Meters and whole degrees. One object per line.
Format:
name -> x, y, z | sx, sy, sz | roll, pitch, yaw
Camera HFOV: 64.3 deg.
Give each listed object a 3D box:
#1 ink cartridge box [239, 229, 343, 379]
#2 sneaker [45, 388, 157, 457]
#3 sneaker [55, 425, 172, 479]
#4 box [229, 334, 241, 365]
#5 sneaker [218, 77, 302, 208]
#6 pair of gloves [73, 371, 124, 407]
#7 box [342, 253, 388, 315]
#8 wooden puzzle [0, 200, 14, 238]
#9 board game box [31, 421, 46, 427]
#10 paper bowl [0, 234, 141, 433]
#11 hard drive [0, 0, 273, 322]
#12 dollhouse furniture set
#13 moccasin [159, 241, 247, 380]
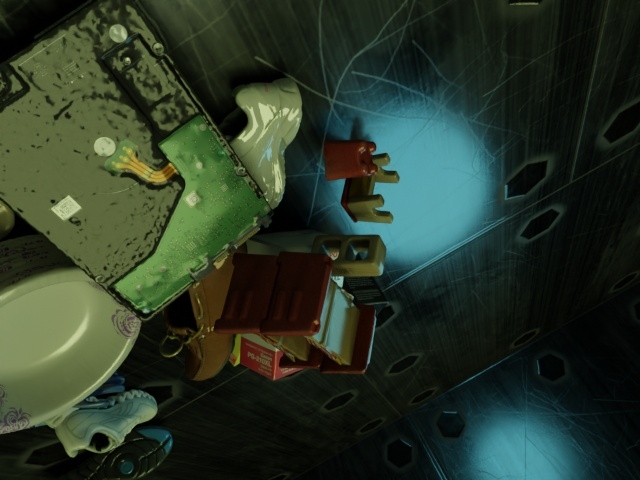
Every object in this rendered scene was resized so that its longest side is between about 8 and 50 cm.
ink cartridge box -> -0.049, 0.109, 0.936 | 0.171, 0.100, 0.238 | -7, 106, -49
sneaker -> -0.457, 0.399, 1.105 | 0.110, 0.118, 0.292 | -44, 156, 7
sneaker -> -0.551, 0.590, 1.345 | 0.340, 0.125, 0.140 | -26, 173, -9
box -> -0.160, 0.159, 1.051 | 0.058, 0.087, 0.232 | -28, 154, -40
sneaker -> -0.106, -0.128, 0.736 | 0.115, 0.090, 0.232 | -3, 130, -24
pair of gloves -> -0.431, 0.222, 0.862 | 0.159, 0.198, 0.023 | -6, 121, -47
box -> 0.038, 0.121, 1.089 | 0.093, 0.158, 0.156 | 0, 136, -38
wooden puzzle -> -0.574, -0.021, 0.523 | 0.321, 0.081, 0.348 | -29, 146, 0
board game box -> -0.578, 0.310, 0.997 | 0.136, 0.035, 0.201 | 0, 137, -36
paper bowl -> -0.414, 0.117, 0.721 | 0.284, 0.148, 0.284 | -34, 146, -27
hard drive -> -0.227, -0.081, 0.605 | 0.236, 0.064, 0.339 | -39, 130, -7
dollhouse furniture set -> 0.000, 0.000, 0.786 | 0.152, 0.375, 0.201 | -1, 150, 26
moccasin -> -0.226, 0.129, 0.923 | 0.146, 0.139, 0.380 | -9, 141, -26
